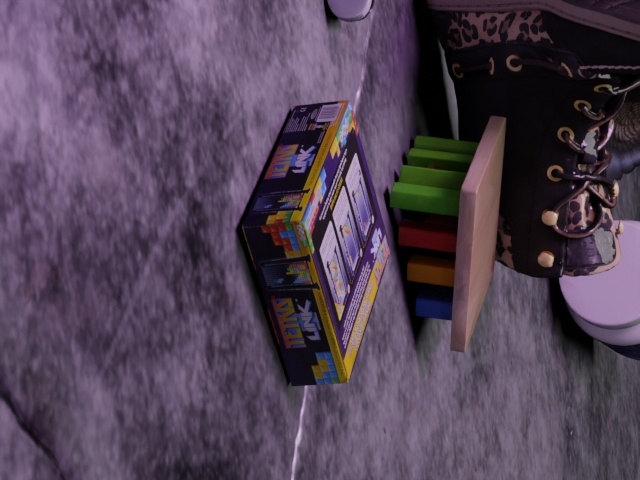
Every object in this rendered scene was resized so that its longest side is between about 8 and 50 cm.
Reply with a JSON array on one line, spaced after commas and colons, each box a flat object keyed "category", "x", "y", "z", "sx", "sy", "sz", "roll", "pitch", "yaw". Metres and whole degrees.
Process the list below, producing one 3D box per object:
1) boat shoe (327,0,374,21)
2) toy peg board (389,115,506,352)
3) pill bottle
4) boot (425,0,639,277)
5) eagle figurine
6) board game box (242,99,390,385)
[{"category": "boat shoe", "x": 0.024, "y": -0.246, "z": 1.563, "sx": 0.040, "sy": 0.049, "sz": 0.142, "roll": 2, "pitch": 89, "yaw": -77}, {"category": "toy peg board", "x": 0.110, "y": -0.012, "z": 1.725, "sx": 0.161, "sy": 0.079, "sz": 0.160, "roll": -61, "pitch": 157, "yaw": -59}, {"category": "pill bottle", "x": 0.378, "y": 0.059, "z": 2.343, "sx": 0.265, "sy": 0.153, "sz": 0.153, "roll": 25, "pitch": 60, "yaw": -68}, {"category": "boot", "x": 0.243, "y": -0.107, "z": 1.758, "sx": 0.138, "sy": 0.377, "sz": 0.284, "roll": -22, "pitch": 115, "yaw": -36}, {"category": "eagle figurine", "x": 0.405, "y": -0.207, "z": 2.529, "sx": 0.226, "sy": 0.225, "sz": 0.298, "roll": -51, "pitch": -174, "yaw": -9}, {"category": "board game box", "x": 0.000, "y": 0.000, "z": 1.408, "sx": 0.170, "sy": 0.048, "sz": 0.141, "roll": -69, "pitch": 149, "yaw": -54}]
